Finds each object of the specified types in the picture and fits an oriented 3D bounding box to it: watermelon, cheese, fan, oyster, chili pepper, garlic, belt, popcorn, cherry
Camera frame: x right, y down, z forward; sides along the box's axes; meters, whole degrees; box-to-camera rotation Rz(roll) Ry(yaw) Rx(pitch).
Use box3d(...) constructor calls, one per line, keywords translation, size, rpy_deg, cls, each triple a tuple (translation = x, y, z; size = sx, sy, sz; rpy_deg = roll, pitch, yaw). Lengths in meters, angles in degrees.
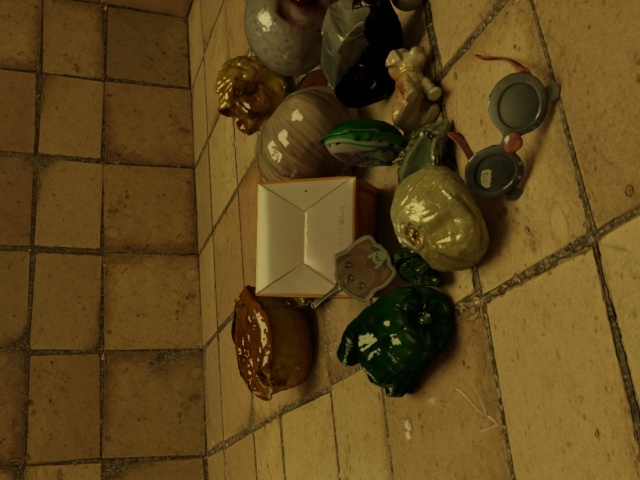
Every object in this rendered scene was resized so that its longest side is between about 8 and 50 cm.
box3d(translation=(-0.027, -0.445, 2.262), size=(0.094, 0.135, 0.125), rpy_deg=(51, 146, 5), cls="watermelon")
box3d(translation=(0.106, -0.205, 1.682), size=(0.320, 0.203, 0.083), rpy_deg=(45, -132, -78), cls="cheese")
box3d(translation=(0.063, 0.088, 1.684), size=(0.220, 0.009, 0.132), rpy_deg=(-37, 73, 14), cls="fan")
box3d(translation=(0.213, -0.108, 1.596), size=(0.199, 0.087, 0.252), rpy_deg=(-28, 69, 55), cls="oyster")
box3d(translation=(0.139, 0.227, 1.640), size=(0.385, 0.167, 0.213), rpy_deg=(126, 144, -59), cls="chili pepper")
box3d(translation=(-0.027, -0.258, 2.002), size=(0.259, 0.317, 0.317), rpy_deg=(44, 142, 11), cls="garlic")
box3d(translation=(0.096, -0.460, 1.766), size=(0.289, 0.184, 0.164), rpy_deg=(96, 163, -58), cls="belt")
box3d(translation=(-0.226, -0.521, 2.558), size=(0.225, 0.264, 0.332), rpy_deg=(161, 128, -72), cls="popcorn")
box3d(translation=(-0.074, -0.615, 2.138), size=(0.326, 0.291, 0.335), rpy_deg=(-84, 8, -48), cls="cherry")

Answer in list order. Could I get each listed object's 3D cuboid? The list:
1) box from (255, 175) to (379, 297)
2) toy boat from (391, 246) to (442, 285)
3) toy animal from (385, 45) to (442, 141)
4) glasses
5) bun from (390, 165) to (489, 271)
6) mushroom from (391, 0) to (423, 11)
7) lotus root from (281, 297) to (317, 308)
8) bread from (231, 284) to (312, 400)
box3d(translation=(0.000, 0.000, 1.835), size=(0.214, 0.259, 0.284), rpy_deg=(14, -104, -66), cls="box")
box3d(translation=(0.202, 0.058, 1.604), size=(0.104, 0.052, 0.210), rpy_deg=(49, 170, -3), cls="toy boat")
box3d(translation=(0.189, -0.327, 1.675), size=(0.184, 0.104, 0.185), rpy_deg=(106, 152, -51), cls="toy animal")
box3d(translation=(0.328, -0.226, 1.386), size=(0.268, 0.118, 0.234), rpy_deg=(-84, 6, -61), cls="glasses")
box3d(translation=(0.219, -0.029, 1.426), size=(0.220, 0.134, 0.220), rpy_deg=(50, 159, 27), cls="bun")
box3d(translation=(0.202, -0.566, 1.716), size=(0.079, 0.085, 0.085), rpy_deg=(-30, -52, -74), cls="mushroom")
box3d(translation=(-0.064, 0.124, 2.232), size=(0.145, 0.128, 0.260), rpy_deg=(-66, 29, 12), cls="lotus root")
box3d(translation=(-0.153, 0.306, 2.318), size=(0.358, 0.204, 0.337), rpy_deg=(-132, 36, -59), cls="bread")
